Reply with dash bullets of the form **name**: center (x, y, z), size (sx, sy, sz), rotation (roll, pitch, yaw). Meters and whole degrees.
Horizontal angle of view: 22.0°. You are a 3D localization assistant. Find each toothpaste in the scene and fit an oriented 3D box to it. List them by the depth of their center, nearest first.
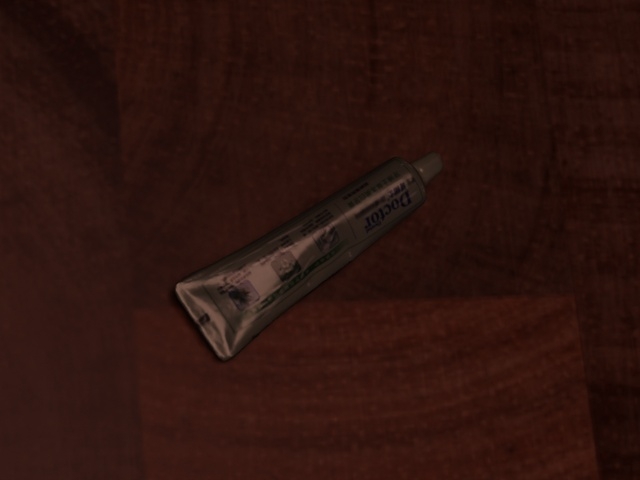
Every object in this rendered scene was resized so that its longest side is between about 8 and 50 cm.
- **toothpaste**: center (0.000, 0.000, 1.146), size (0.218, 0.041, 0.064), rotation (-35, 94, -19)
